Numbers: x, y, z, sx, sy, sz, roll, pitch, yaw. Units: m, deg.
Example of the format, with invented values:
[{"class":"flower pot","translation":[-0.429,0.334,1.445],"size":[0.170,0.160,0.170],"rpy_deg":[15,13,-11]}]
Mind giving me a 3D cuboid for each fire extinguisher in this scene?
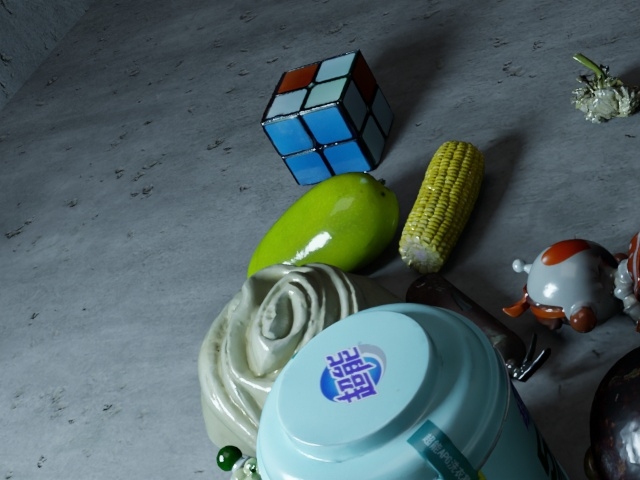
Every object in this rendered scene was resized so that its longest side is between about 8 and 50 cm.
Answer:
[{"class":"fire extinguisher","translation":[0.214,0.119,1.334],"size":[0.267,0.072,0.089],"rpy_deg":[42,112,56]}]

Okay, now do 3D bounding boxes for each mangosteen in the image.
[{"class":"mangosteen","translation":[0.368,0.221,0.987],"size":[0.228,0.228,0.265],"rpy_deg":[-83,19,-49]}]

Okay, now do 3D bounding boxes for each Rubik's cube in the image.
[{"class":"Rubik's cube","translation":[0.015,-0.232,1.866],"size":[0.183,0.167,0.180],"rpy_deg":[-9,40,30]}]

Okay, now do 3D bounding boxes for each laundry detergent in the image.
[{"class":"laundry detergent","translation":[0.100,0.242,1.075],"size":[0.287,0.305,0.287],"rpy_deg":[-22,35,16]}]

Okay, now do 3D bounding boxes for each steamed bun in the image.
[{"class":"steamed bun","translation":[-0.043,0.147,1.389],"size":[0.324,0.219,0.310],"rpy_deg":[10,52,46]}]

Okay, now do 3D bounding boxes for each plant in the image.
[{"class":"plant","translation":[0.458,-0.256,1.578],"size":[0.116,0.122,0.104],"rpy_deg":[-9,29,42]}]

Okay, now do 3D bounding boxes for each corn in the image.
[{"class":"corn","translation":[0.199,-0.059,1.565],"size":[0.093,0.093,0.244],"rpy_deg":[-6,45,35]}]

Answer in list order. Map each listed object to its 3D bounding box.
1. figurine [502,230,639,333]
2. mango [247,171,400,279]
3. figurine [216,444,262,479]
[{"class":"figurine","translation":[0.348,0.057,1.264],"size":[0.226,0.160,0.183],"rpy_deg":[-17,35,38]},{"class":"mango","translation":[0.000,0.000,1.620],"size":[0.293,0.143,0.175],"rpy_deg":[-36,38,14]},{"class":"figurine","translation":[-0.066,0.302,1.214],"size":[0.093,0.147,0.197],"rpy_deg":[-58,5,0]}]
